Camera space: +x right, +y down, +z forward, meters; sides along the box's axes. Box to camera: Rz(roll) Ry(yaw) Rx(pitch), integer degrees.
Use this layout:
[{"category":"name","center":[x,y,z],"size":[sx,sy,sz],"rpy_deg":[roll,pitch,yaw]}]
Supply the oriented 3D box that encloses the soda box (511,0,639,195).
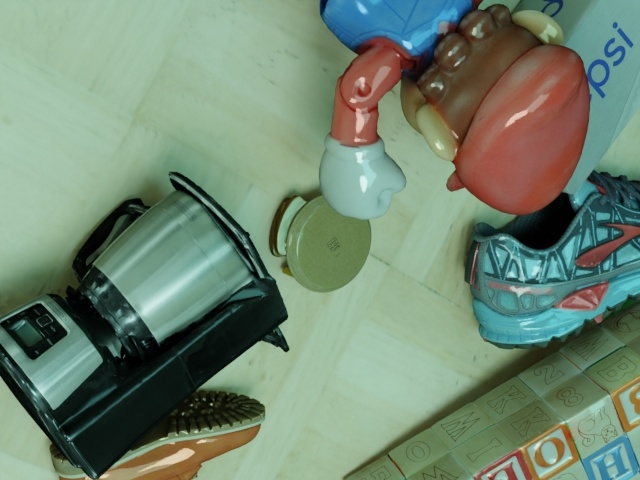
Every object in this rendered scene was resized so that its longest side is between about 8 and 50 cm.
[{"category":"soda box","center":[0.230,-0.180,1.005],"size":[0.098,0.091,0.286],"rpy_deg":[43,81,-31]}]

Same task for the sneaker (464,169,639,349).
[{"category":"sneaker","center":[0.235,-0.014,1.044],"size":[0.261,0.104,0.125],"rpy_deg":[-28,112,-21]}]

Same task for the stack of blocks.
[{"category":"stack of blocks","center":[0.190,0.204,1.050],"size":[0.297,0.087,0.171],"rpy_deg":[-29,116,-8]}]

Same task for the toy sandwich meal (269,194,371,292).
[{"category":"toy sandwich meal","center":[0.000,0.000,0.961],"size":[0.085,0.029,0.086],"rpy_deg":[-9,107,-32]}]

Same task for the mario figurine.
[{"category":"mario figurine","center":[0.049,-0.144,0.880],"size":[0.198,0.170,0.320],"rpy_deg":[-41,94,24]}]

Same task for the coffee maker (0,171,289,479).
[{"category":"coffee maker","center":[-0.116,0.072,0.860],"size":[0.178,0.120,0.171],"rpy_deg":[-39,119,-14]}]

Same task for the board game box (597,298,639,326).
[{"category":"board game box","center":[0.369,0.169,1.198],"size":[0.213,0.046,0.317],"rpy_deg":[-39,118,-16]}]

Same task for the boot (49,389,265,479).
[{"category":"boot","center":[-0.112,0.163,0.926],"size":[0.157,0.059,0.085],"rpy_deg":[-15,113,-16]}]
